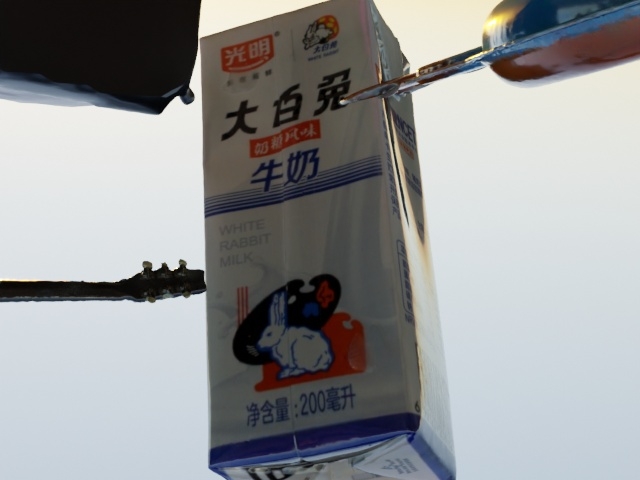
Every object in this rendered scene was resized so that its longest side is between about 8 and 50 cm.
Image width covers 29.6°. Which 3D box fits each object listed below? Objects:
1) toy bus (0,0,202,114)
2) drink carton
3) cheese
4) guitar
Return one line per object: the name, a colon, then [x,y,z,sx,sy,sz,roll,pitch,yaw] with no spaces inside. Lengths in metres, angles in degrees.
toy bus: [-0.156,-0.256,0.595,0.171,0.386,0.162,7,175,-44]
drink carton: [0.000,0.000,0.774,0.130,0.315,0.106,-12,151,15]
cheese: [0.085,-0.076,0.451,0.106,0.037,0.256,-19,-176,-21]
guitar: [-0.169,0.019,0.564,0.233,0.025,0.088,0,-132,-13]
